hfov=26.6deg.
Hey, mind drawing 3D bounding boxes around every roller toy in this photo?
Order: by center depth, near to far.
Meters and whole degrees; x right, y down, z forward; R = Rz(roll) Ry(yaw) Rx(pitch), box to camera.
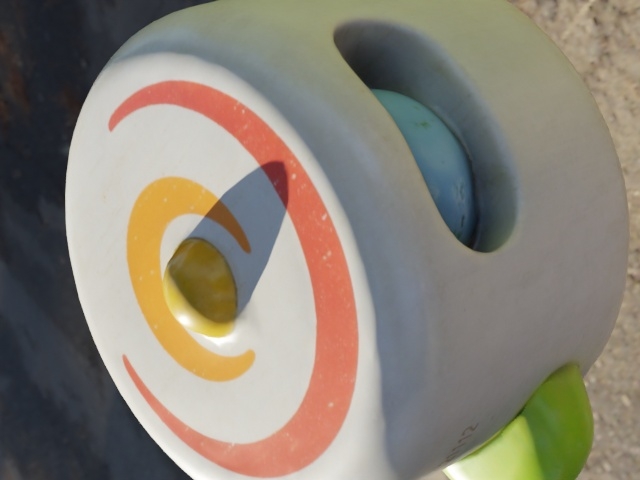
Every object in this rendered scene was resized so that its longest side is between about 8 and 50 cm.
[{"bbox_3d":[0.000,0.000,0.508,0.209,0.146,0.191,20,119,41],"label":"roller toy"}]
